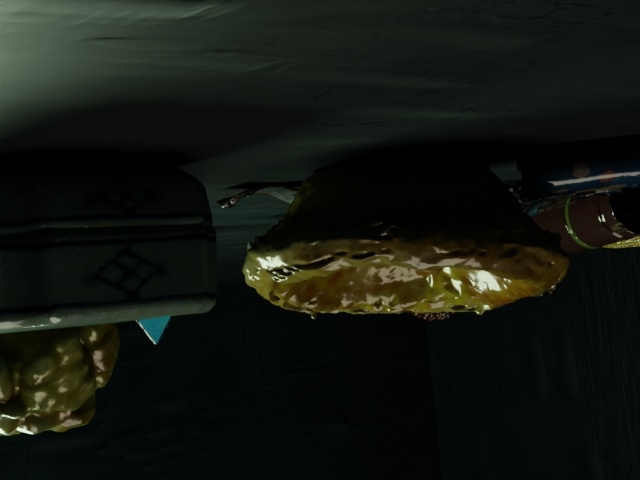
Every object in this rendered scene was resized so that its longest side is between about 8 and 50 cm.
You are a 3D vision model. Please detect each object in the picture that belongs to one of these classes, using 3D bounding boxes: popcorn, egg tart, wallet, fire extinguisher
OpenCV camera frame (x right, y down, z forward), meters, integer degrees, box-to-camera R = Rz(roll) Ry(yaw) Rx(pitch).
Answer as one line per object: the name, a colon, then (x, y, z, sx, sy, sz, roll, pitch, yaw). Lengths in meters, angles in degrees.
popcorn: (-0.389, 0.093, 1.639, 0.279, 0.274, 0.335, -36, -135, -12)
egg tart: (0.095, -0.004, 1.577, 0.387, 0.169, 0.388, -2, 171, 0)
wallet: (0.332, -0.082, 1.576, 0.202, 0.059, 0.141, -7, 178, 5)
fire extinguisher: (0.387, -0.031, 2.040, 0.141, 0.105, 0.341, -2, 172, -24)

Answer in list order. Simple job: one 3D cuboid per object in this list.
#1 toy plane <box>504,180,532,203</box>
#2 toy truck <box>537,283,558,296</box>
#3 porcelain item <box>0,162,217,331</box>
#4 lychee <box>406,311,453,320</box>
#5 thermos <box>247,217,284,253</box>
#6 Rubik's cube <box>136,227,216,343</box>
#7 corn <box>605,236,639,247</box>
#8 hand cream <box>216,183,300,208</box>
toy plane: (0.279, -0.067, 1.905, 0.078, 0.031, 0.083, -9, 174, 43)
toy truck: (0.340, 0.011, 2.463, 0.224, 0.147, 0.165, -3, -162, 2)
porcelain item: (-0.267, 0.011, 1.337, 0.285, 0.157, 0.281, -4, 177, -41)
lychee: (0.214, 0.066, 2.619, 0.188, 0.188, 0.188, -6, 176, 0)
thermos: (0.000, 0.002, 2.088, 0.232, 0.099, 0.124, -4, -144, -14)
Rubik's cube: (-0.273, 0.078, 2.190, 0.211, 0.178, 0.190, -4, 179, -7)
corn: (0.517, -0.037, 2.276, 0.101, 0.101, 0.291, -4, 180, -24)
hand cream: (-0.045, -0.053, 1.662, 0.163, 0.039, 0.062, 4, 173, -33)
